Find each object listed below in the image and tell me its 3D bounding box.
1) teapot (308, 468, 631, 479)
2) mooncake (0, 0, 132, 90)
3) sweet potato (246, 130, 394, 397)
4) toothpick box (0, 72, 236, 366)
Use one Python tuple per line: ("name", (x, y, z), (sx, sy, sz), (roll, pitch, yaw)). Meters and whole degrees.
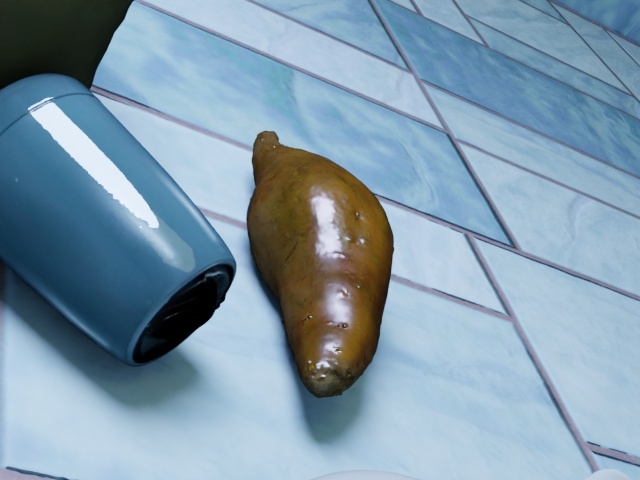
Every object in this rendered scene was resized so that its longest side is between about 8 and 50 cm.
("teapot", (0.058, 0.195, 0.575), (0.204, 0.139, 0.298), (40, 27, 23))
("mooncake", (-0.316, -0.238, 0.799), (0.394, 0.246, 0.393), (0, 45, -49))
("sweet potato", (0.000, -0.002, 0.905), (0.112, 0.112, 0.359), (19, 25, -27))
("toothpick box", (-0.145, -0.010, 0.735), (0.184, 0.120, 0.120), (43, 27, 16))
